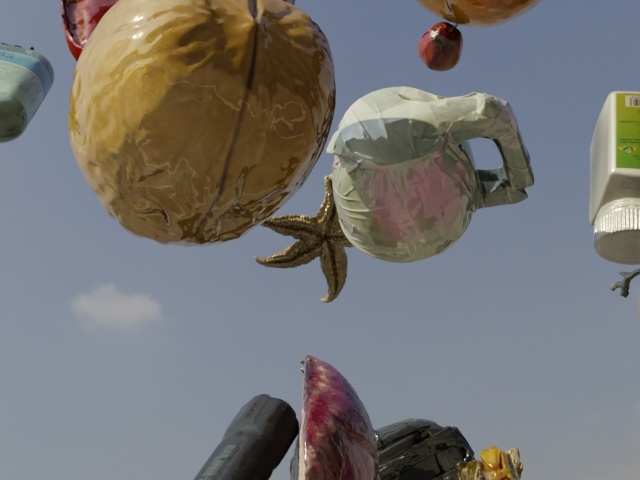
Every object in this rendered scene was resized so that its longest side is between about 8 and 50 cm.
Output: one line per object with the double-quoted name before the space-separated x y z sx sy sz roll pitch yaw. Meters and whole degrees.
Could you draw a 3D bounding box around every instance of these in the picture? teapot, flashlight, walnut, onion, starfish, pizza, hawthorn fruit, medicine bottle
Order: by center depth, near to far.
"walnut" -0.078 -0.082 0.548 0.165 0.165 0.197 7 -21 -18
"medicine bottle" -0.297 -0.121 0.734 0.090 0.208 0.053 10 -60 -9
"pizza" 0.165 0.285 0.889 0.062 0.161 0.182 41 -17 -12
"flashlight" -0.126 0.306 0.909 0.103 0.424 0.103 8 -64 17
"teapot" 0.115 -0.075 0.935 0.222 0.163 0.178 14 -30 21
"onion" 0.019 0.291 0.985 0.111 0.247 0.250 6 -67 -6
"medicine bottle" 0.383 -0.072 1.035 0.088 0.188 0.132 7 -29 8
"hawthorn fruit" 0.190 -0.306 1.323 0.077 0.077 0.077 -3 -32 -2
"starfish" 0.000 -0.001 1.385 0.228 0.043 0.240 -2 -64 6

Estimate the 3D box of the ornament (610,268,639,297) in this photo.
"ornament" 0.568 -0.005 1.452 0.080 0.202 0.236 3 -67 -16

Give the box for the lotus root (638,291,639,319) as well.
"lotus root" 0.651 0.101 1.537 0.118 0.125 0.221 -32 -28 -15

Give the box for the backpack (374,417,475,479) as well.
"backpack" 0.133 0.398 1.397 0.258 0.206 0.133 -26 -1 -4

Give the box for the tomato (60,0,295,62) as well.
"tomato" -0.134 -0.216 0.793 0.228 0.227 0.101 -4 -35 -1

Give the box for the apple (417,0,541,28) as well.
"apple" 0.234 -0.456 1.259 0.233 0.286 0.286 -48 -36 -6
